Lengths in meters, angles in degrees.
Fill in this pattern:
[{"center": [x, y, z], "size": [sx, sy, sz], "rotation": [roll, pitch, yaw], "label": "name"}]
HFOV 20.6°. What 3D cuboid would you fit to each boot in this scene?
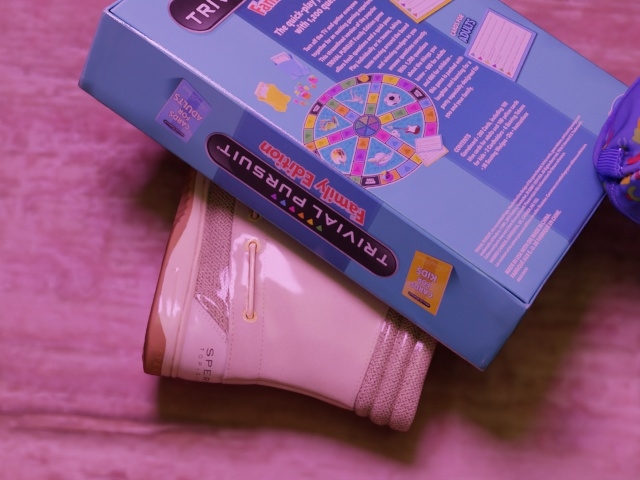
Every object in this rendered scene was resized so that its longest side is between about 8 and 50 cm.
[{"center": [0.000, 0.000, 1.246], "size": [0.203, 0.095, 0.262], "rotation": [14, 55, -1], "label": "boot"}]

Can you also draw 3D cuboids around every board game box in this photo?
[{"center": [0.042, -0.098, 1.232], "size": [0.336, 0.079, 0.254], "rotation": [35, 46, 7], "label": "board game box"}]

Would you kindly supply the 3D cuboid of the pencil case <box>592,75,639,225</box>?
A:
[{"center": [0.320, 0.003, 1.183], "size": [0.306, 0.119, 0.133], "rotation": [40, 81, -11], "label": "pencil case"}]
